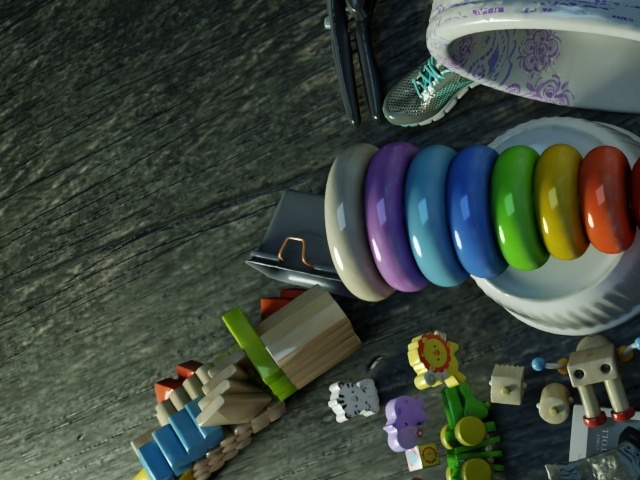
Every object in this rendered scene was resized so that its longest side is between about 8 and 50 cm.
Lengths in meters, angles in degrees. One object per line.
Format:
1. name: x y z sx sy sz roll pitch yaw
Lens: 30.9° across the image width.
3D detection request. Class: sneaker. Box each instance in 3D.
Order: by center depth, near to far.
1. sneaker: 0.288 0.196 0.999 0.170 0.051 0.089 -35 71 24
2. sneaker: 0.126 -0.174 1.165 0.166 0.076 0.065 -31 68 22

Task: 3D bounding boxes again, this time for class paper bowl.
1. paper bowl: 0.241 -0.210 0.985 0.284 0.284 0.148 10 86 30

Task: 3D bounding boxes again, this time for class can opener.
1. can opener: 0.034 -0.212 1.237 0.059 0.073 0.186 -5 89 21

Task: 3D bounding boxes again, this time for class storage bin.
1. storage bin: 0.000 0.000 1.208 0.135 0.098 0.091 10 77 30

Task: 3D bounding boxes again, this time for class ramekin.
1. ramekin: 0.222 -0.018 1.069 0.207 0.109 0.207 -5 80 29

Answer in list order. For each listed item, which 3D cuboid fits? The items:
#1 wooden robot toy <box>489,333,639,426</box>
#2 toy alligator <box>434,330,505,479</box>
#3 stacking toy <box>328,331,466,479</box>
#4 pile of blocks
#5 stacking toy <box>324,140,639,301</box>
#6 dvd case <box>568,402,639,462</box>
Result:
1. wooden robot toy: 0.245 0.121 1.059 0.173 0.079 0.076 -14 104 19
2. toy alligator: 0.147 0.179 1.119 0.051 0.056 0.189 -3 76 -13
3. stacking toy: 0.088 0.214 1.100 0.167 0.052 0.221 -34 65 54
4. pile of blocks: -0.118 0.156 1.214 0.362 0.149 0.112 -45 64 17
5. stacking toy: 0.176 -0.031 0.964 0.330 0.141 0.141 -6 79 25
6. dvd case: 0.333 0.244 1.013 0.239 0.029 0.179 2 83 30
